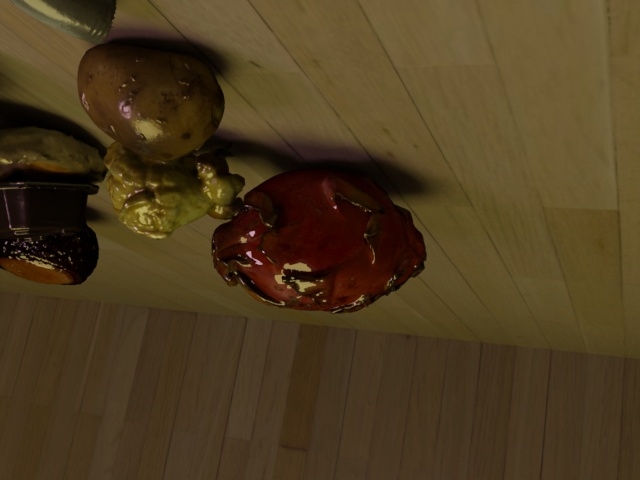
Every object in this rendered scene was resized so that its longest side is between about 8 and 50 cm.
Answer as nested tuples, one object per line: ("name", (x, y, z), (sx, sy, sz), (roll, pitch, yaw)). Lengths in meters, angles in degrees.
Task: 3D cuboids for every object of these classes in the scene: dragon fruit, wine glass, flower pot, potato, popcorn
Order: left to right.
("wine glass", (-0.292, -0.251, 0.719), (0.198, 0.066, 0.066), (21, 162, -34))
("flower pot", (-0.491, -0.043, 1.256), (0.250, 0.084, 0.178), (-5, 177, 44))
("potato", (-0.201, -0.161, 0.875), (0.175, 0.137, 0.137), (8, 165, 17))
("popcorn", (-0.218, -0.088, 1.125), (0.195, 0.174, 0.168), (-12, -149, -18))
("dragon fruit", (-0.004, 0.001, 1.140), (0.315, 0.250, 0.250), (-14, 163, 3))

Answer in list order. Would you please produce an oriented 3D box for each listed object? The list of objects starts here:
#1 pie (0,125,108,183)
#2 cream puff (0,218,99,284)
("pie", (-0.518, -0.123, 1.229), (0.339, 0.077, 0.339), (-3, 178, 0))
("cream puff", (-0.600, 0.003, 1.655), (0.239, 0.165, 0.239), (10, 161, 3))
